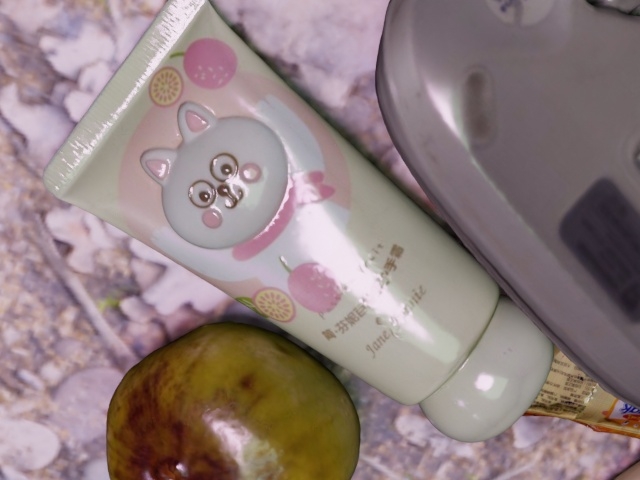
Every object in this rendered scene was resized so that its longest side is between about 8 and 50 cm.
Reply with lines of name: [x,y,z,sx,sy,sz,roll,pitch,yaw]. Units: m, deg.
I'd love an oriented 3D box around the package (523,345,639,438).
package: [0.186,0.070,0.914,0.108,0.031,0.121,14,111,-10]

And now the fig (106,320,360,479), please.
fig: [-0.052,0.119,0.867,0.153,0.121,0.136,16,114,-10]

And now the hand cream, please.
hand cream: [0.000,0.000,0.853,0.306,0.093,0.147,37,105,-7]

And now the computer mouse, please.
computer mouse: [0.164,-0.047,0.830,0.197,0.095,0.331,-42,109,-9]

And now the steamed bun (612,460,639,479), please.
steamed bun: [0.286,0.210,0.910,0.238,0.152,0.170,-24,112,8]
